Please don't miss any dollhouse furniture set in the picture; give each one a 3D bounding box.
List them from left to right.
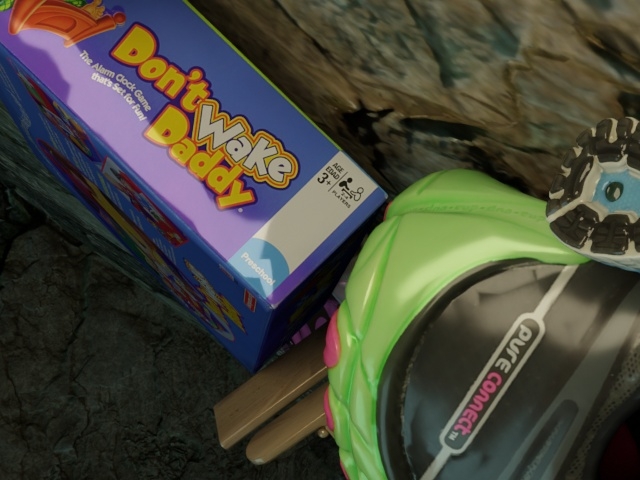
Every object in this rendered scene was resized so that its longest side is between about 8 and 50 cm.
[{"bbox_3d":[0.028,0.157,0.792,0.151,0.123,0.144,52,-176,-20],"label":"dollhouse furniture set"}]

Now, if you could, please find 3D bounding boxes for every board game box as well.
[{"bbox_3d":[-0.090,-0.042,0.714,0.233,0.078,0.347,44,169,4],"label":"board game box"}]

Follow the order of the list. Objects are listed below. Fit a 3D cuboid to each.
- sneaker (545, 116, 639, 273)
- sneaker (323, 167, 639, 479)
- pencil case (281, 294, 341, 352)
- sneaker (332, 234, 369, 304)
[{"bbox_3d":[0.154,0.003,0.391,0.073,0.063,0.162,22,-174,-40],"label":"sneaker"},{"bbox_3d":[0.159,0.175,0.613,0.202,0.185,0.482,7,140,35],"label":"sneaker"},{"bbox_3d":[0.032,0.070,0.997,0.098,0.095,0.209,57,164,-9],"label":"pencil case"},{"bbox_3d":[0.000,0.000,0.880,0.134,0.051,0.070,37,158,44],"label":"sneaker"}]
